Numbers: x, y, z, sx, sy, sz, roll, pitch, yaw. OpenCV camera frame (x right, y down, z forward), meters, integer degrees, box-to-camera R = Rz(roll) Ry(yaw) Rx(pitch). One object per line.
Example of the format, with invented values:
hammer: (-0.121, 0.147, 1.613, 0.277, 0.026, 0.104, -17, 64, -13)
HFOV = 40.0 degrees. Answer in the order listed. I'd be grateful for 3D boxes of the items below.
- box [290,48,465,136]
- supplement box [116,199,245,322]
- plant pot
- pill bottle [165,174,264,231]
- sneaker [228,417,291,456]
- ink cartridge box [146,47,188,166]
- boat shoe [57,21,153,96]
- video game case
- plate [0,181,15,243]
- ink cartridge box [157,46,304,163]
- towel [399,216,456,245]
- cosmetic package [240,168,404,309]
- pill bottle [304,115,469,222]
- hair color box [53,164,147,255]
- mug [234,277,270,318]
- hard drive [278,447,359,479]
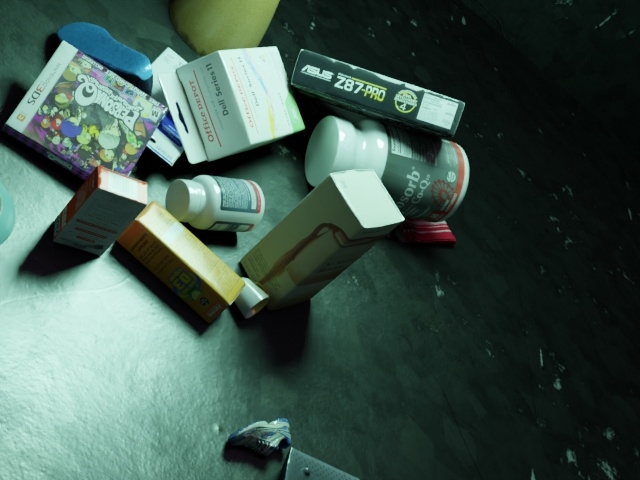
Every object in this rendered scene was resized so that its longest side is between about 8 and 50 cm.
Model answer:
box: (0.128, -0.345, 2.122, 0.395, 0.097, 0.318, 17, 4, -2)
supplement box: (-0.253, 0.040, 1.606, 0.233, 0.078, 0.080, 41, 35, -9)
plant pot: (-0.199, -0.589, 2.111, 0.237, 0.254, 0.237, 28, 39, -25)
pill bottle: (-0.210, -0.074, 1.733, 0.180, 0.108, 0.108, 4, 54, -46)
sneaker: (-0.098, 0.342, 1.509, 0.135, 0.052, 0.058, 2, 60, -46)
ink cartridge box: (-0.328, -0.269, 1.832, 0.165, 0.065, 0.333, 40, 34, -12)
boat shoe: (-0.435, -0.350, 1.746, 0.109, 0.089, 0.258, -35, 55, -26)
video game case: (-0.429, -0.225, 1.625, 0.232, 0.042, 0.210, 33, 62, -16)
plate: (-0.575, -0.067, 1.406, 0.188, 0.024, 0.188, 28, 39, -26)
ink cartridge box: (-0.180, -0.293, 1.869, 0.353, 0.119, 0.207, -33, 104, -64)
towel: (0.246, -0.105, 2.323, 0.199, 0.031, 0.275, 3, 55, -47)
cosmetic package: (0.000, 0.000, 1.723, 0.153, 0.296, 0.129, -11, 64, -51)
pill bottle: (0.159, -0.175, 2.121, 0.363, 0.210, 0.210, 11, 48, -27)
hair color box: (-0.372, -0.048, 1.480, 0.093, 0.167, 0.053, 21, 44, -34)
mug: (-0.139, 0.107, 1.690, 0.064, 0.062, 0.078, 47, 1, 13)
hard drive: (-0.009, 0.489, 1.459, 0.172, 0.054, 0.255, 30, 39, -24)
